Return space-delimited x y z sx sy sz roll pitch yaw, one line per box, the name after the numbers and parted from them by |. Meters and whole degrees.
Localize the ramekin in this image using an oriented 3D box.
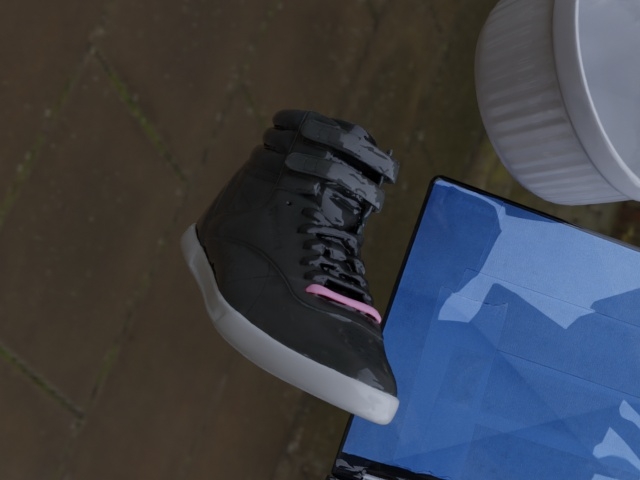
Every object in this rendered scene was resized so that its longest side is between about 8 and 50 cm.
0.215 -0.125 1.104 0.207 0.109 0.207 17 67 -45 | ramekin

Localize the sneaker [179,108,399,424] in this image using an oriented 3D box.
0.000 0.000 0.881 0.104 0.296 0.147 29 99 -28 | sneaker

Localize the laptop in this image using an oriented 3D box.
0.223 0.210 1.074 0.408 0.382 0.236 -93 -153 -53 | laptop
